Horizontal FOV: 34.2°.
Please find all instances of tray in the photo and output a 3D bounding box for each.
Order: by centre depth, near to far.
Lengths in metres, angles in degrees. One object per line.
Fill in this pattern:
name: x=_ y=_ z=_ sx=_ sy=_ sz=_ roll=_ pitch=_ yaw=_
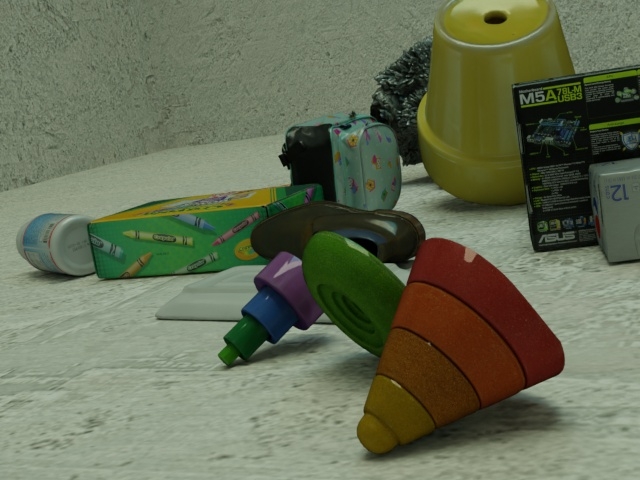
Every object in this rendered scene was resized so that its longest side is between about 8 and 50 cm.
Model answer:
tray: x=-0.033 y=0.050 z=1.080 sx=0.270 sy=0.030 sz=0.145 roll=-2 pitch=13 yaw=37

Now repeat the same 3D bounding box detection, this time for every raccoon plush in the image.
raccoon plush: x=0.264 y=-0.297 z=1.798 sx=0.216 sy=0.446 sz=0.299 roll=16 pitch=-7 yaw=-34

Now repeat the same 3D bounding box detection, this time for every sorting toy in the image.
sorting toy: x=0.013 y=0.079 z=0.760 sx=0.126 sy=0.127 sz=0.365 roll=-45 pitch=20 yaw=-19

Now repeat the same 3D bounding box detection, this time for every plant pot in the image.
plant pot: x=0.255 y=-0.219 z=1.464 sx=0.254 sy=0.239 sz=0.254 roll=-8 pitch=43 yaw=7

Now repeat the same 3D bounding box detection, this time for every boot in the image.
boot: x=0.000 y=0.000 z=1.187 sx=0.219 sy=0.082 sz=0.106 roll=-3 pitch=9 yaw=24

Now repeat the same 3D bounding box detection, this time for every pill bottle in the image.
pill bottle: x=-0.377 y=0.004 z=1.500 sx=0.087 sy=0.087 sz=0.160 roll=-16 pitch=13 yaw=-36

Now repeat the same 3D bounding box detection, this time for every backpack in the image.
backpack: x=0.038 y=-0.103 z=1.495 sx=0.144 sy=0.166 sz=0.188 roll=-4 pitch=14 yaw=20

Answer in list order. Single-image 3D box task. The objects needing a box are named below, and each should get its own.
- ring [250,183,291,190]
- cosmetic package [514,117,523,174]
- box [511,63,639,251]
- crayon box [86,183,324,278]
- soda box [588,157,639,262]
ring: x=-0.071 y=-0.061 z=1.762 sx=0.336 sy=0.032 sz=0.336 roll=-8 pitch=9 yaw=1
cosmetic package: x=0.434 y=-0.114 z=1.218 sx=0.385 sy=0.156 sz=0.217 roll=-6 pitch=12 yaw=16
box: x=0.310 y=-0.091 z=1.111 sx=0.190 sy=0.184 sz=0.045 roll=-8 pitch=9 yaw=11
crayon box: x=-0.149 y=-0.013 z=1.398 sx=0.278 sy=0.081 sz=0.165 roll=-4 pitch=11 yaw=25
soda box: x=0.418 y=-0.046 z=1.028 sx=0.286 sy=0.091 sz=0.098 roll=-7 pitch=9 yaw=10
